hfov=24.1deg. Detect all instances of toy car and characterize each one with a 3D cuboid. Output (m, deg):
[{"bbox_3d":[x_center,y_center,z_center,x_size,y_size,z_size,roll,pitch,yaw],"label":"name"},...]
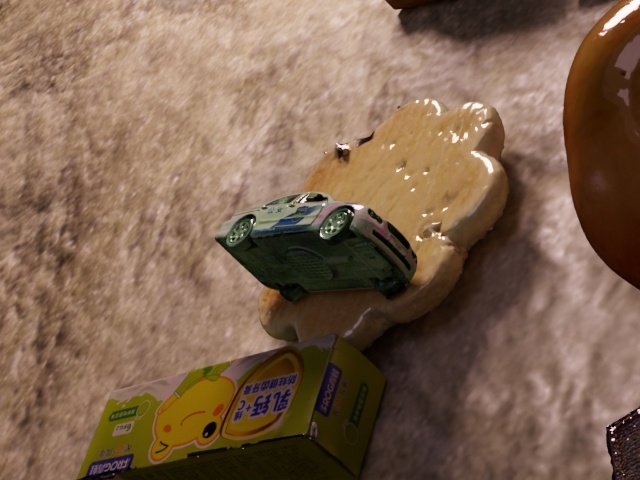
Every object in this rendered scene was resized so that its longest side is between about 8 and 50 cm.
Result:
[{"bbox_3d":[0.000,0.000,1.369,0.224,0.090,0.076,-5,48,49],"label":"toy car"}]

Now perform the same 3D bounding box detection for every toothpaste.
[{"bbox_3d":[-0.091,0.179,1.394,0.327,0.077,0.110,-18,41,40],"label":"toothpaste"}]

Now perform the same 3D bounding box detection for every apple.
[{"bbox_3d":[0.283,-0.069,1.009,0.242,0.241,0.242,-5,80,28],"label":"apple"}]

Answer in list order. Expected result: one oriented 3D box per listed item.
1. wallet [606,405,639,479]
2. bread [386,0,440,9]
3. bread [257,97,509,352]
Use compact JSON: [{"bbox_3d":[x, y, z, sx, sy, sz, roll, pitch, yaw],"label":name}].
[{"bbox_3d":[0.295,0.159,0.958,0.221,0.071,0.262,-37,27,22],"label":"wallet"},{"bbox_3d":[0.142,-0.306,1.633,0.226,0.088,0.049,-3,55,48],"label":"bread"},{"bbox_3d":[0.060,-0.014,1.443,0.316,0.054,0.316,-32,34,24],"label":"bread"}]
